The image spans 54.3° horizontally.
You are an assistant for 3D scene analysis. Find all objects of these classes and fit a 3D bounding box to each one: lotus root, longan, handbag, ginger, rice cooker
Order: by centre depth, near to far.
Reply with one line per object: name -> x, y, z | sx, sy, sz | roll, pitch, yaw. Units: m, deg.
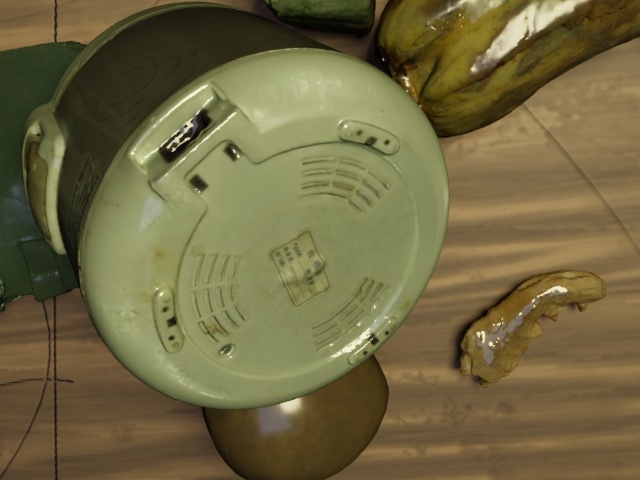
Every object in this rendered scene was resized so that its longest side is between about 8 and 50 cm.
rice cooker -> -0.073, -0.038, 0.502 | 0.289, 0.277, 0.288 | -16, 124, -25
lotus root -> 0.177, -0.203, 0.529 | 0.275, 0.160, 0.151 | -27, 76, 9
longan -> -0.026, 0.154, 0.617 | 0.189, 0.189, 0.189 | 1, 104, 4
handbag -> -0.293, -0.057, 0.636 | 0.248, 0.079, 0.259 | -6, 104, 6
ginger -> 0.214, 0.084, 0.650 | 0.173, 0.051, 0.069 | -39, 102, 14

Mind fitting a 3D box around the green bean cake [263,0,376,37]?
green bean cake -> -0.001, -0.265, 0.514 | 0.094, 0.173, 0.181 | 1, 105, 6
